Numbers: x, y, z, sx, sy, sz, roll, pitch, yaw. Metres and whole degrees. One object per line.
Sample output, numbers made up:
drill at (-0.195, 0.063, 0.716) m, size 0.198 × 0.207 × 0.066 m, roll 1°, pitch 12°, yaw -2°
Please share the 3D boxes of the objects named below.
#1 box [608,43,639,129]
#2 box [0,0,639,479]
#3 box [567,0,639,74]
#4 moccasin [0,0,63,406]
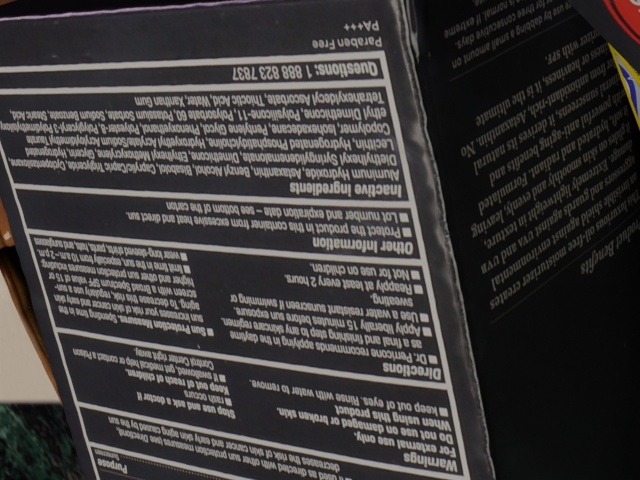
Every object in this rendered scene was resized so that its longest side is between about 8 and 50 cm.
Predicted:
box at (0.166, -0.082, 0.599) m, size 0.054 × 0.059 × 0.169 m, roll -14°, pitch 104°, yaw 43°
box at (0.000, 0.000, 0.704) m, size 0.296 × 0.182 × 0.294 m, roll 5°, pitch 115°, yaw 40°
box at (0.173, -0.178, 0.315) m, size 0.312 × 0.179 × 0.343 m, roll 42°, pitch 158°, yaw -16°
moccasin at (-0.189, -0.013, 0.890) m, size 0.139 × 0.147 × 0.380 m, roll -19°, pitch 100°, yaw 46°
